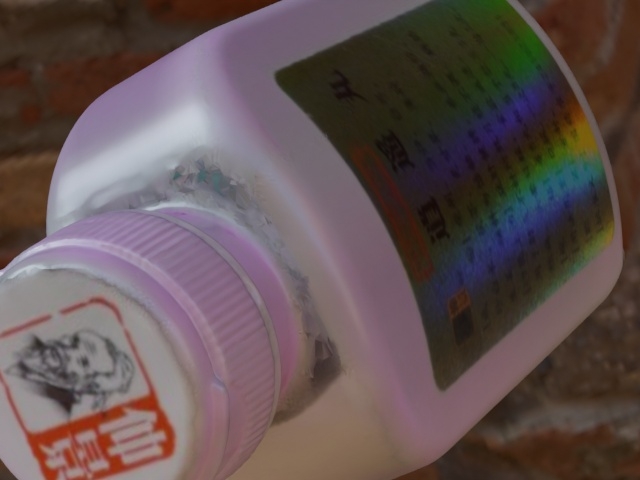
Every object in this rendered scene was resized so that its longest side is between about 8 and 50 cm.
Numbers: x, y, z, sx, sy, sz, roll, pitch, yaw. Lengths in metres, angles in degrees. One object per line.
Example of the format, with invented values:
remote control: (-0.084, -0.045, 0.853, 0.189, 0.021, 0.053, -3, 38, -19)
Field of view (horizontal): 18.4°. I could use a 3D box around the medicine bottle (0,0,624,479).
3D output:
medicine bottle: (0.000, 0.000, 0.492, 0.078, 0.115, 0.219, -25, 4, 32)
